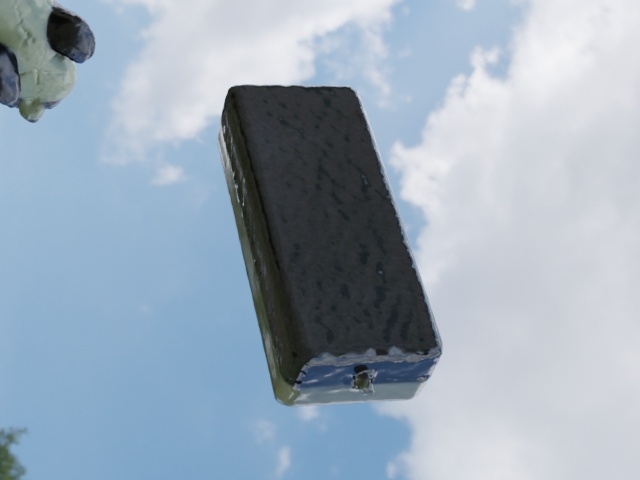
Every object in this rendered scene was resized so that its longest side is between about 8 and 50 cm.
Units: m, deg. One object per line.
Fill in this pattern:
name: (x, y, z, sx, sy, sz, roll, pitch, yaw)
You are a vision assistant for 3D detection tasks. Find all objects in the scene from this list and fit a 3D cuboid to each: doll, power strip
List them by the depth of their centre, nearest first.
power strip: (0.000, 0.000, 0.742, 0.070, 0.105, 0.257, 108, -26, -47)
doll: (-0.354, -0.251, 1.257, 0.143, 0.234, 0.135, -30, -145, -18)
